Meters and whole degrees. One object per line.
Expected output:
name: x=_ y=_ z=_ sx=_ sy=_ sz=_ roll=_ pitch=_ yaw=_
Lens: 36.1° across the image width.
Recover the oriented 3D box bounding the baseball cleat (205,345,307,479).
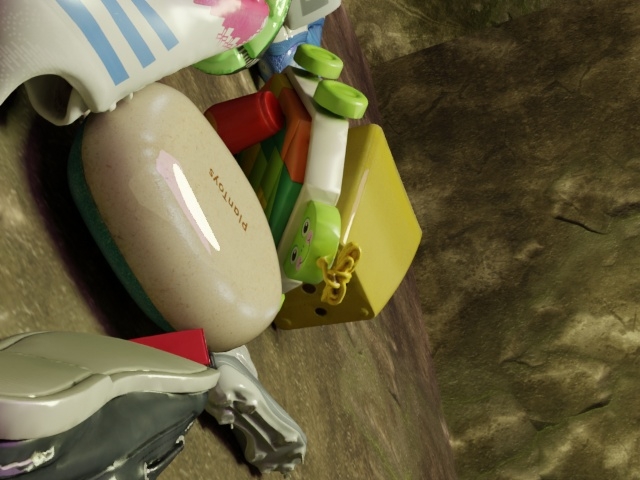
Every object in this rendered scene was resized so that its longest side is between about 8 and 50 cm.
baseball cleat: x=-0.069 y=0.167 z=1.029 sx=0.206 sy=0.072 sz=0.109 roll=65 pitch=7 yaw=-51

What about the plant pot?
plant pot: x=0.000 y=0.000 z=1.315 sx=0.187 sy=0.212 sz=0.212 roll=-77 pitch=150 yaw=-45

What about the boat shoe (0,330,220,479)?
boat shoe: x=-0.151 y=0.124 z=0.606 sx=0.340 sy=0.127 sz=0.113 roll=23 pitch=80 yaw=-85

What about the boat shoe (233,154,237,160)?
boat shoe: x=-0.126 y=-0.104 z=1.161 sx=0.152 sy=0.056 sz=0.049 roll=-104 pitch=-144 yaw=-57

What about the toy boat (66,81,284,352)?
toy boat: x=-0.129 y=-0.042 z=0.929 sx=0.267 sy=0.148 sz=0.318 roll=62 pitch=23 yaw=-26

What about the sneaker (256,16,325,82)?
sneaker: x=-0.060 y=-0.332 z=1.749 sx=0.330 sy=0.129 sz=0.147 roll=-63 pitch=150 yaw=-70

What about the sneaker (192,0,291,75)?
sneaker: x=-0.136 y=-0.354 z=1.076 sx=0.202 sy=0.185 sz=0.483 roll=67 pitch=1 yaw=-57

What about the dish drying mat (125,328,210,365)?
dish drying mat: x=-0.134 y=0.094 z=0.804 sx=0.008 sy=0.083 sz=0.032 roll=122 pitch=-43 yaw=-65

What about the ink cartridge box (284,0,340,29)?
ink cartridge box: x=-0.117 y=-0.501 z=1.258 sx=0.385 sy=0.091 sz=0.308 roll=54 pitch=-13 yaw=30

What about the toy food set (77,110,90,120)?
toy food set: x=-0.205 y=-0.223 z=0.937 sx=0.128 sy=0.071 sz=0.218 roll=-8 pitch=82 yaw=-79

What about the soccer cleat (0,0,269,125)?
soccer cleat: x=-0.165 y=-0.165 z=0.784 sx=0.331 sy=0.116 sz=0.143 roll=-13 pitch=127 yaw=-59

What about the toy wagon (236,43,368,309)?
toy wagon: x=-0.033 y=-0.052 z=1.065 sx=0.344 sy=0.068 sz=0.267 roll=-113 pitch=-138 yaw=-59
